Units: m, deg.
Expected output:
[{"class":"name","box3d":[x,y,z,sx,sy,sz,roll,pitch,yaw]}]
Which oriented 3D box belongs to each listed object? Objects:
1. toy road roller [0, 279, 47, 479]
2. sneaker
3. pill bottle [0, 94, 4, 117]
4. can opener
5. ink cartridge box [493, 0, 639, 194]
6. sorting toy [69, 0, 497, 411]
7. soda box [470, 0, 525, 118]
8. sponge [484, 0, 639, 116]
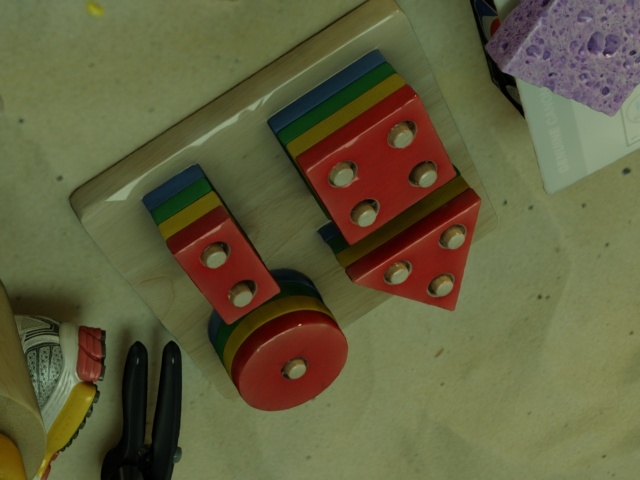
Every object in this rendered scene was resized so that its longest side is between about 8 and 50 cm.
[{"class":"toy road roller","box3d":[-0.342,0.146,0.874,0.240,0.202,0.329,22,117,-38]},{"class":"sneaker","box3d":[-0.234,0.135,1.035,0.092,0.088,0.225,21,117,-20]},{"class":"pill bottle","box3d":[-0.306,-0.025,0.769,0.272,0.152,0.152,-37,138,5]},{"class":"can opener","box3d":[-0.130,0.148,1.109,0.059,0.073,0.186,-1,126,-22]},{"class":"ink cartridge box","box3d":[0.276,-0.237,0.992,0.385,0.091,0.308,-29,139,-3]},{"class":"sorting toy","box3d":[0.000,0.000,1.035,0.257,0.089,0.255,-33,139,-1]},{"class":"soda box","box3d":[0.138,-0.164,0.996,0.060,0.053,0.169,-30,138,-4]},{"class":"sponge","box3d":[0.208,-0.179,0.913,0.117,0.031,0.210,16,121,-40]}]
